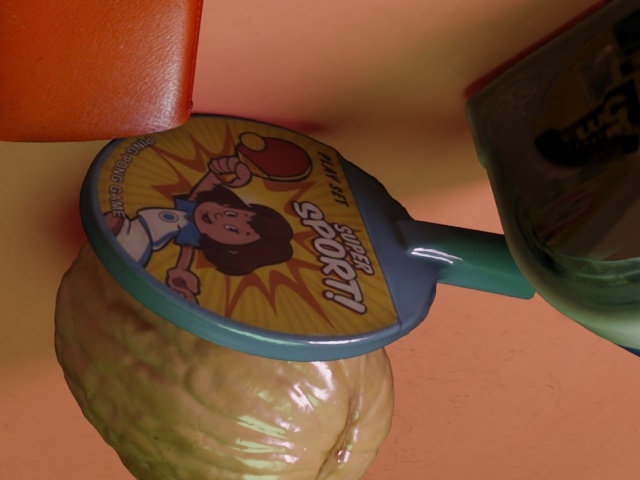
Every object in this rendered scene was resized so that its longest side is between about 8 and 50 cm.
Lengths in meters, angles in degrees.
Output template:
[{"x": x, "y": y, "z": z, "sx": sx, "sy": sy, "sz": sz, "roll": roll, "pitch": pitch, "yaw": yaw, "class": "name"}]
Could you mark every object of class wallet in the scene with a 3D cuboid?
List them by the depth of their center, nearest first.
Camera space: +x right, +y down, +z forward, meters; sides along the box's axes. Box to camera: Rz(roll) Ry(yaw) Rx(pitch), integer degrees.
[{"x": -0.140, "y": -0.136, "z": 1.093, "sx": 0.142, "sy": 0.045, "sz": 0.204, "roll": -7, "pitch": 148, "yaw": -13, "class": "wallet"}]

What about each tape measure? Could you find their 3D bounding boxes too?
[{"x": 0.239, "y": -0.050, "z": 1.184, "sx": 0.259, "sy": 0.262, "sz": 0.138, "roll": -33, "pitch": 132, "yaw": 28, "class": "tape measure"}]

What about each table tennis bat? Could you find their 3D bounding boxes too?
[{"x": 0.000, "y": 0.000, "z": 1.193, "sx": 0.329, "sy": 0.215, "sz": 0.044, "roll": 7, "pitch": 130, "yaw": -25, "class": "table tennis bat"}]

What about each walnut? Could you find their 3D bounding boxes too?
[{"x": -0.070, "y": 0.079, "z": 1.272, "sx": 0.225, "sy": 0.261, "sz": 0.225, "roll": -32, "pitch": 144, "yaw": -28, "class": "walnut"}]
